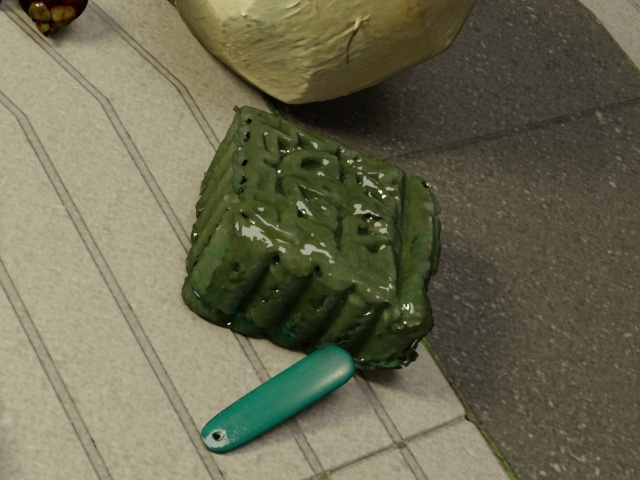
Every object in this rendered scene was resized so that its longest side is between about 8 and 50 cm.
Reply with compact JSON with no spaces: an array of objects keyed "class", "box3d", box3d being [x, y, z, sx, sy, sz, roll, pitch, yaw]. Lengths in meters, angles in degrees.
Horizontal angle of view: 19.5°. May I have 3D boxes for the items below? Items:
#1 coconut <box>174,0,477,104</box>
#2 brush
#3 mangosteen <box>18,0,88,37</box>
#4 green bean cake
[{"class":"coconut","box3d":[-0.012,-0.333,2.076,0.346,0.360,0.346,58,19,-34]},{"class":"brush","box3d":[-0.041,0.154,1.753,0.193,0.032,0.043,-30,71,-37]},{"class":"mangosteen","box3d":[-0.293,-0.266,2.020,0.081,0.081,0.081,19,38,-16]},{"class":"green bean cake","box3d":[0.000,0.000,1.877,0.255,0.132,0.241,23,34,-11]}]
